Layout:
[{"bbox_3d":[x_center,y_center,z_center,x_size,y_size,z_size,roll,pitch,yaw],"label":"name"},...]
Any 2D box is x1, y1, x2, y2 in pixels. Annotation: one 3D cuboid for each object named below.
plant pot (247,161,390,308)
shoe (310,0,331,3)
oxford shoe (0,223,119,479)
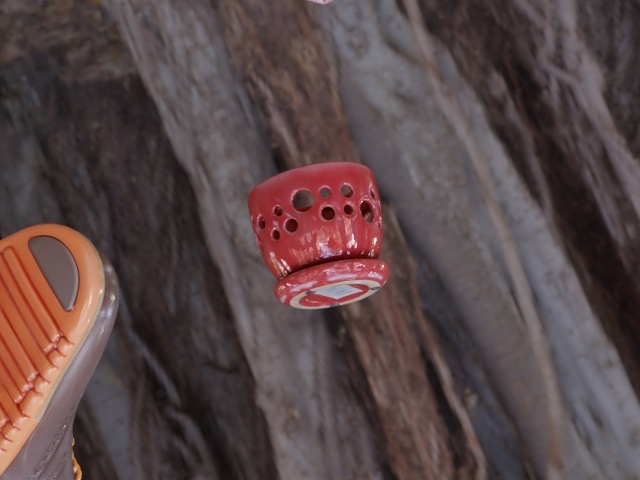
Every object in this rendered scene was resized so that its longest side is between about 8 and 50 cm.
[{"bbox_3d":[0.000,0.000,1.810,0.191,0.174,0.191,-9,164,-3],"label":"plant pot"},{"bbox_3d":[-0.035,-0.338,1.423,0.063,0.178,0.081,-47,179,28],"label":"shoe"},{"bbox_3d":[-0.216,0.129,0.847,0.132,0.130,0.364,3,134,-46],"label":"oxford shoe"}]
